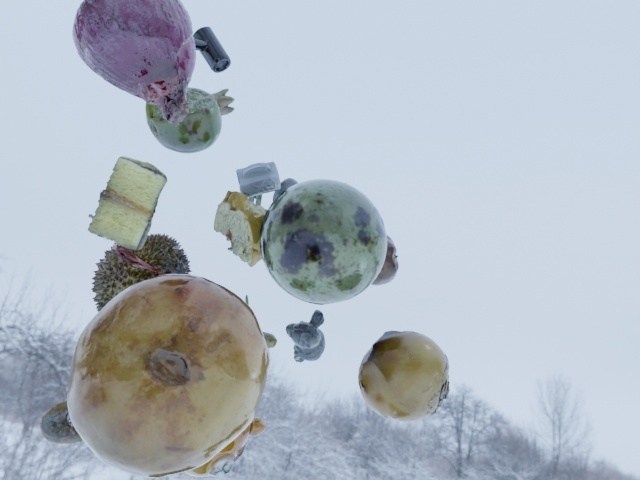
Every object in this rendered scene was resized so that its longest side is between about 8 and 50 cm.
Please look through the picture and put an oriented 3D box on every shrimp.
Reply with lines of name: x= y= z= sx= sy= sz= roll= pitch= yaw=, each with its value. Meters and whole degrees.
shrimp: x=-0.824 y=0.596 z=1.713 sx=0.188 sy=0.132 sz=0.051 roll=2 pitch=-4 yaw=4

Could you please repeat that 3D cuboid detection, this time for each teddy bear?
teddy bear: x=-0.054 y=0.359 z=2.057 sx=0.144 sy=0.171 sz=0.251 roll=21 pitch=-32 yaw=18

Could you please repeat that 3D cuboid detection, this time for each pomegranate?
pomegranate: x=-0.253 y=0.228 z=0.918 sx=0.338 sy=0.338 sz=0.338 roll=9 pitch=-22 yaw=4
pomegranate: x=-0.489 y=-0.460 z=2.040 sx=0.310 sy=0.359 sz=0.216 roll=28 pitch=-48 yaw=38

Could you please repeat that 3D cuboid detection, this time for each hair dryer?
hair dryer: x=-0.374 y=-0.557 z=1.518 sx=0.070 sy=0.128 sz=0.255 roll=-39 pitch=-10 yaw=32

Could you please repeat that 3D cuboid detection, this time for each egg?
egg: x=0.000 y=0.000 z=1.475 sx=0.345 sy=0.345 sz=0.428 roll=19 pitch=0 yaw=-20

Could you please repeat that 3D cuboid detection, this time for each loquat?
loquat: x=0.214 y=0.341 z=1.334 sx=0.235 sy=0.235 sz=0.235 roll=9 pitch=-22 yaw=4

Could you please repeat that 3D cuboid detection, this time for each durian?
durian: x=-0.622 y=0.150 z=1.856 sx=0.348 sy=0.384 sz=0.347 roll=17 pitch=-30 yaw=10

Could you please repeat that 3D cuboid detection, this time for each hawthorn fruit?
hawthorn fruit: x=0.176 y=0.076 z=2.042 sx=0.248 sy=0.208 sz=0.208 roll=-6 pitch=-24 yaw=7

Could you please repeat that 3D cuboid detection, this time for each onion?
onion: x=-0.394 y=-0.442 z=1.185 sx=0.348 sy=0.267 sz=0.159 roll=55 pitch=-14 yaw=5

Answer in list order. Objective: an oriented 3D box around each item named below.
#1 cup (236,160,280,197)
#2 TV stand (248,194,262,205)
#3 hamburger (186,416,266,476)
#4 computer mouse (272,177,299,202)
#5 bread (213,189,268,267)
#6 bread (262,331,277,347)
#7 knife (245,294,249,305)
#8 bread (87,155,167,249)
cup: x=-0.202 y=-0.198 z=1.717 sx=0.133 sy=0.099 sz=0.136 roll=-14 pitch=6 yaw=-10
TV stand: x=-0.259 y=-0.170 z=2.090 sx=0.042 sy=0.249 sz=0.036 roll=-5 pitch=29 yaw=-34
hamburger: x=-0.305 y=0.530 z=1.466 sx=0.237 sy=0.276 sz=0.276 roll=41 pitch=-25 yaw=-1
computer mouse: x=-0.102 y=-0.058 z=2.060 sx=0.114 sy=0.203 sz=0.373 roll=9 pitch=-61 yaw=22
bread: x=-0.216 y=-0.077 z=1.683 sx=0.184 sy=0.224 sz=0.211 roll=24 pitch=-54 yaw=20
bread: x=-0.225 y=0.391 z=2.080 sx=0.110 sy=0.060 sz=0.066 roll=17 pitch=-28 yaw=-8
knife: x=-0.286 y=0.301 z=2.088 sx=0.014 sy=0.207 sz=0.030 roll=7 pitch=-40 yaw=-21
bread: x=-0.585 y=-0.116 z=1.655 sx=0.178 sy=0.266 sz=0.142 roll=26 pitch=7 yaw=10
